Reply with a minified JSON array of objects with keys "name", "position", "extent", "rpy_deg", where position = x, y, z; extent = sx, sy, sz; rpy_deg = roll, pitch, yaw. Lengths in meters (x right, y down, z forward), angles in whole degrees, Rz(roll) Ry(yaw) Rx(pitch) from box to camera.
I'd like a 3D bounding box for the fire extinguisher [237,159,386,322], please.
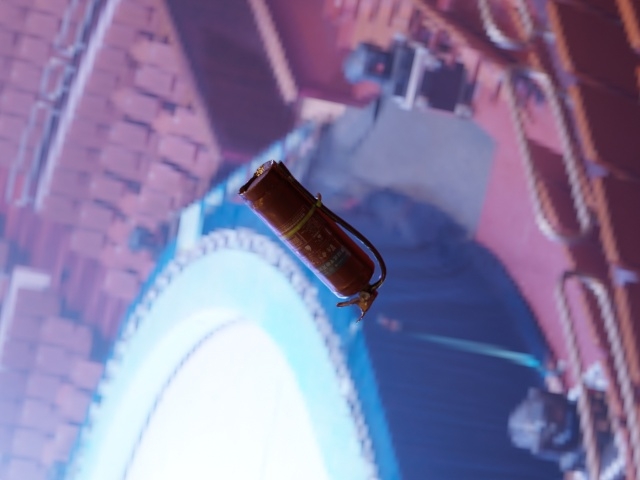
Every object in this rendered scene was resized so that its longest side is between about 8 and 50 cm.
[{"name":"fire extinguisher","position":[0.000,0.000,1.138],"extent":[0.056,0.132,0.039],"rpy_deg":[-36,18,30]}]
